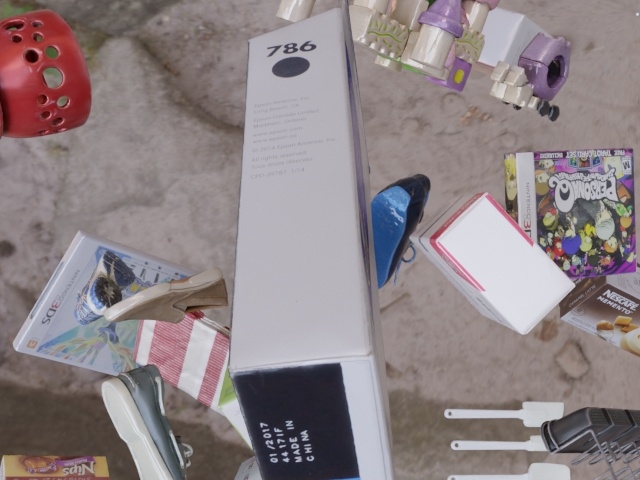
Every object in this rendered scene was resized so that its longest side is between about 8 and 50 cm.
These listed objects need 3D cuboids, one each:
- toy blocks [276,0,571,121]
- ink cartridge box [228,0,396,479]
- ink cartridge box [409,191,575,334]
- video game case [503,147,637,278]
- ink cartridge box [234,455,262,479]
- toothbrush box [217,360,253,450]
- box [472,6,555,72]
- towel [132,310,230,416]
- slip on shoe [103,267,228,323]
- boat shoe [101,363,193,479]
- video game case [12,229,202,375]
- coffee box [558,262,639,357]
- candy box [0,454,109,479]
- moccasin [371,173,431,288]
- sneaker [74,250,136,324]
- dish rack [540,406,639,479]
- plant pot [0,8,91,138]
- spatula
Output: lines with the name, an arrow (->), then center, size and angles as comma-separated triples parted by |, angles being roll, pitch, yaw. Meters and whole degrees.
toy blocks -> 0.162, -0.340, 1.199 | 0.309, 0.288, 0.260 | 26, 99, 38
ink cartridge box -> 0.000, 0.000, 0.532 | 0.065, 0.333, 0.165 | -7, 129, 6
ink cartridge box -> 0.230, 0.027, 1.325 | 0.100, 0.237, 0.172 | -44, 93, -1
video game case -> 0.408, -0.043, 1.542 | 0.232, 0.042, 0.210 | -4, 94, -21
ink cartridge box -> -0.061, 0.376, 1.430 | 0.189, 0.232, 0.066 | -32, 98, 19
toothbrush box -> -0.029, 0.177, 1.483 | 0.206, 0.283, 0.122 | -29, 113, 15
box -> 0.289, -0.318, 1.542 | 0.130, 0.170, 0.091 | 28, 100, 33
towel -> -0.225, 0.247, 1.920 | 0.329, 0.037, 0.237 | 29, 132, 9
slip on shoe -> -0.150, 0.064, 0.949 | 0.051, 0.135, 0.041 | -25, 84, 47
boat shoe -> -0.254, 0.357, 1.589 | 0.116, 0.099, 0.320 | -17, 100, 53
video game case -> -0.457, 0.153, 2.085 | 0.300, 0.329, 0.036 | -57, 42, 11
coffee box -> 0.595, 0.129, 1.801 | 0.246, 0.098, 0.141 | 26, 136, -14
candy box -> -0.297, 0.314, 1.011 | 0.109, 0.053, 0.187 | 7, 120, -25
moccasin -> 0.135, -0.002, 1.817 | 0.138, 0.116, 0.342 | 48, 149, 8
sneaker -> -0.268, 0.058, 1.149 | 0.058, 0.135, 0.052 | -38, 104, 15
dish rack -> 0.389, 0.316, 1.098 | 0.074, 0.208, 0.272 | -47, 49, 34
plant pot -> -0.472, -0.244, 1.461 | 0.191, 0.174, 0.191 | 34, 137, 40
spatula -> 0.349, 0.385, 1.767 | 0.241, 0.019, 0.168 | 2, 80, -13
